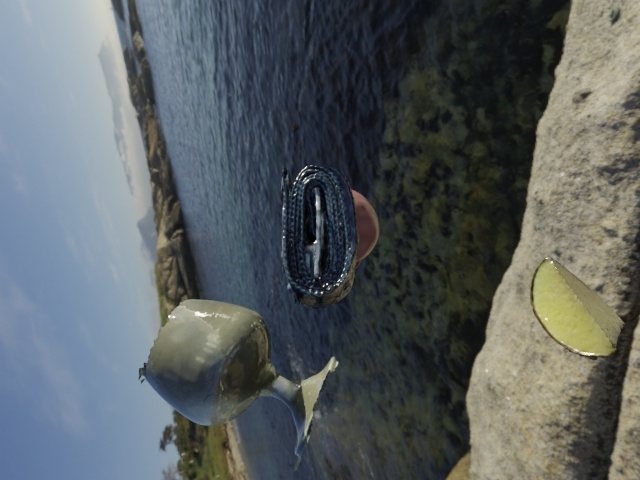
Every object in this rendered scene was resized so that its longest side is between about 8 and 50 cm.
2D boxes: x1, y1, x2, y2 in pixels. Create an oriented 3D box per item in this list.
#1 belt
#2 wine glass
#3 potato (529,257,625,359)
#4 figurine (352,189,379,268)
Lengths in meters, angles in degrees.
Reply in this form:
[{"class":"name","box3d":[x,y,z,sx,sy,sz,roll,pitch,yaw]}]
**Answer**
[{"class":"belt","box3d":[0.000,0.000,0.690,0.128,0.122,0.218,81,-172,-66]},{"class":"wine glass","box3d":[-0.149,0.253,0.811,0.238,0.323,0.238,22,-90,-82]},{"class":"potato","box3d":[0.658,0.203,1.071,0.112,0.255,0.269,-45,38,32]},{"class":"figurine","box3d":[0.038,-0.029,0.889,0.173,0.173,0.173,167,90,-71]}]
